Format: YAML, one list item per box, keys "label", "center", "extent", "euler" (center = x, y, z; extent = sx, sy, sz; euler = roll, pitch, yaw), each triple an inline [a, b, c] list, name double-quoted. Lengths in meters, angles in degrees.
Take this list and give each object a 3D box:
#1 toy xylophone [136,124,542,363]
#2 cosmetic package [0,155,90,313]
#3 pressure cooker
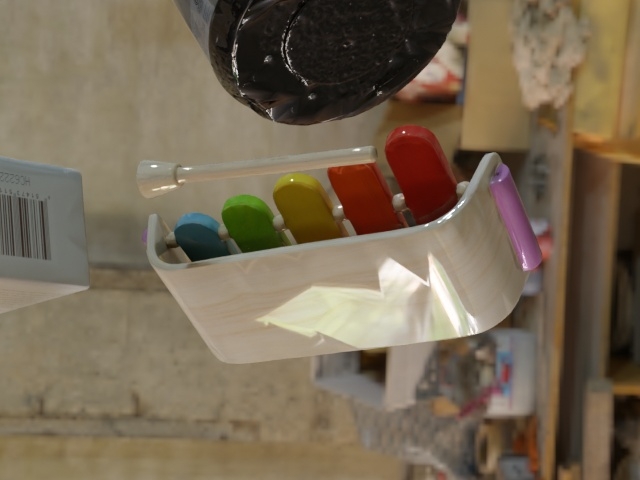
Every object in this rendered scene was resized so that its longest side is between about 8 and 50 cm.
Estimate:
- label: "toy xylophone"
  center: [0.000, 0.000, 1.001]
  extent: [0.081, 0.323, 0.236]
  euler: [-75, -26, -43]
- label: "cosmetic package"
  center: [-0.533, 0.023, 1.654]
  extent: [0.453, 0.230, 0.161]
  euler: [-16, 75, 34]
- label: "pressure cooker"
  center: [-0.047, -0.415, 1.773]
  extent: [0.370, 0.375, 0.420]
  euler: [-47, 52, 21]
